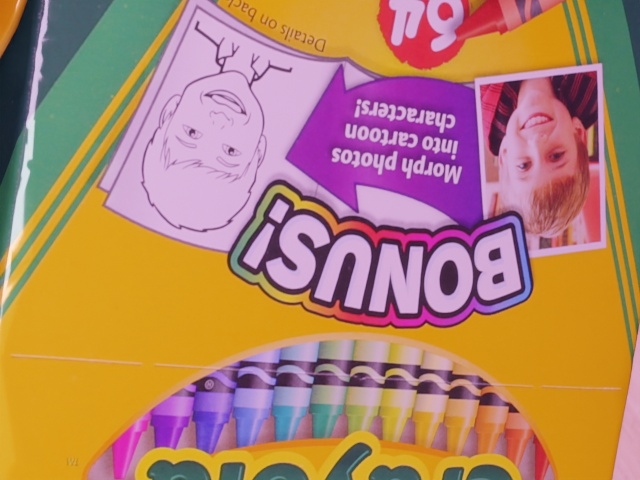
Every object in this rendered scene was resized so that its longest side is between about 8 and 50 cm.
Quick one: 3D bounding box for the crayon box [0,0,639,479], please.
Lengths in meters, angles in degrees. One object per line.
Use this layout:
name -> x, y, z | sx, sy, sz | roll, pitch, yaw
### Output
crayon box -> 0.000, 0.000, 0.784 | 0.363, 0.106, 0.313 | 6, 94, -33

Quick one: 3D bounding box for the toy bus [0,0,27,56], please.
toy bus -> -0.213, -0.113, 0.617 | 0.191, 0.202, 0.104 | -20, 153, -10
